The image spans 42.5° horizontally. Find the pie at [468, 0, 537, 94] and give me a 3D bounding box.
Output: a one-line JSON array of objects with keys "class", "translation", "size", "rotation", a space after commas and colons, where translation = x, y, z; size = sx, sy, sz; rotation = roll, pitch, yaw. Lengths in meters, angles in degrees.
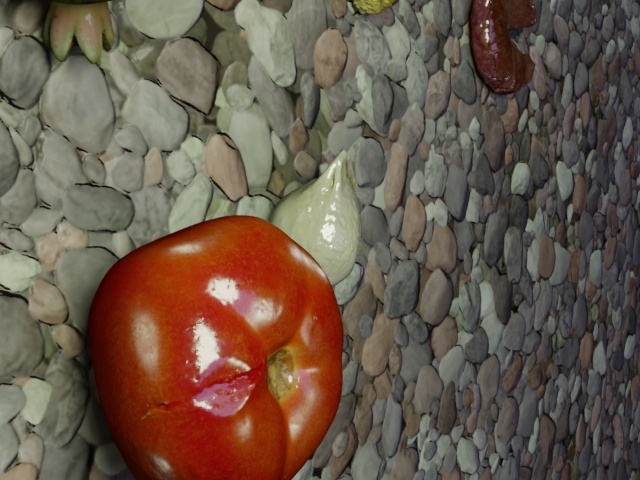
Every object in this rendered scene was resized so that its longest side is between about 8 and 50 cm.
[{"class": "pie", "translation": [0.332, -0.373, 1.479], "size": [0.204, 0.054, 0.218], "rotation": [-11, 101, -50]}]

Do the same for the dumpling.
[{"class": "dumpling", "translation": [0.002, -0.004, 1.050], "size": [0.166, 0.126, 0.215], "rotation": [3, 87, -67]}]

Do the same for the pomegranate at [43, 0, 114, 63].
[{"class": "pomegranate", "translation": [-0.219, -0.269, 0.732], "size": [0.187, 0.187, 0.225], "rotation": [-42, 151, -41]}]

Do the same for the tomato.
[{"class": "tomato", "translation": [-0.110, 0.123, 0.833], "size": [0.299, 0.226, 0.298], "rotation": [7, 82, -56]}]

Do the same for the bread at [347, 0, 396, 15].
[{"class": "bread", "translation": [0.067, -0.410, 1.087], "size": [0.260, 0.134, 0.129], "rotation": [38, 65, -45]}]
